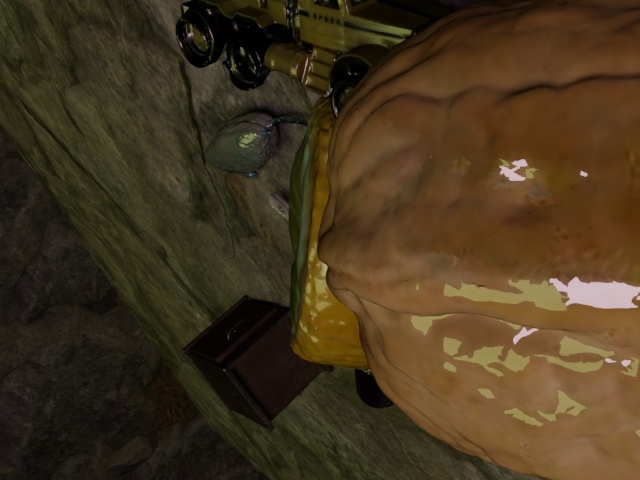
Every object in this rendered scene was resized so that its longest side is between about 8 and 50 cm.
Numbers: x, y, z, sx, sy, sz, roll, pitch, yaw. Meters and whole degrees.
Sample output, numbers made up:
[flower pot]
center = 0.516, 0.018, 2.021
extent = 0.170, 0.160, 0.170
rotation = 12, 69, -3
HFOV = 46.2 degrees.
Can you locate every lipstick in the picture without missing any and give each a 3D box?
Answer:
[lipstick]
center = 0.083, 0.149, 1.042
extent = 0.081, 0.081, 0.299
rotation = 37, 156, 25

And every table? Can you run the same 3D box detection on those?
[table]
center = -0.121, 0.223, 1.419
extent = 0.172, 0.169, 0.193
rotation = 56, 157, -19

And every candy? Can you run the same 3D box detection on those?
[candy]
center = 0.030, -0.009, 0.691
extent = 0.118, 0.259, 0.260
rotation = 4, 154, -5

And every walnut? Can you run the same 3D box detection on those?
[walnut]
center = 0.144, -0.001, 0.439
extent = 0.313, 0.252, 0.277
rotation = -3, 125, 33

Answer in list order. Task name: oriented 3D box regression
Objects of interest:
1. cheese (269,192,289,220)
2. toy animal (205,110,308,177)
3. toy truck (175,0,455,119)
[cheese]
center = 0.000, 0.000, 1.008
extent = 0.192, 0.037, 0.097
rotation = 40, 155, 18
[toy animal]
center = -0.058, -0.122, 0.903
extent = 0.079, 0.070, 0.253
rotation = 22, 164, -40
[toy truck]
center = -0.002, -0.186, 0.611
extent = 0.257, 0.127, 0.127
rotation = 33, 139, 32
